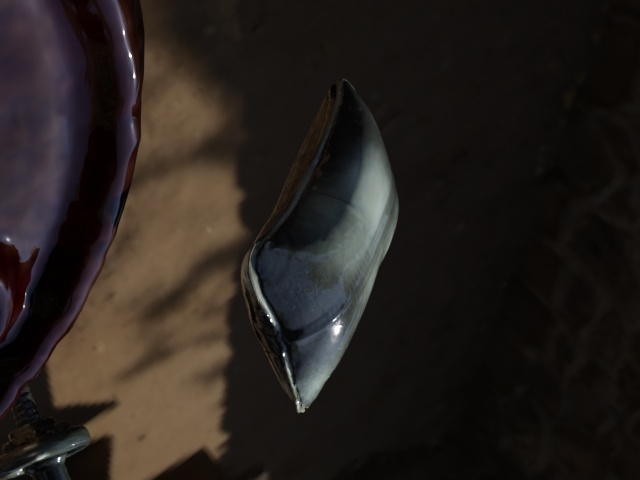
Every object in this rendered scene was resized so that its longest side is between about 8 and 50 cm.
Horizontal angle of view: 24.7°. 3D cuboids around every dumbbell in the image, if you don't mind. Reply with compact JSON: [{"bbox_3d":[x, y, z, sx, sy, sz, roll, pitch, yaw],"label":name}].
[{"bbox_3d":[-0.186,0.208,1.077,0.081,0.254,0.081,-23,172,-3],"label":"dumbbell"}]

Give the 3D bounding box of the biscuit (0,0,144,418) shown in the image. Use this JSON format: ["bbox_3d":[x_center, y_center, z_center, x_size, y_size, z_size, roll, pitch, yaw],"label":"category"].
[{"bbox_3d":[-0.239,-0.012,0.481,0.407,0.091,0.407,-24,138,-24],"label":"biscuit"}]

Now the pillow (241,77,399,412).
[{"bbox_3d":[0.002,0.000,0.654,0.091,0.055,0.136,106,4,-45],"label":"pillow"}]
